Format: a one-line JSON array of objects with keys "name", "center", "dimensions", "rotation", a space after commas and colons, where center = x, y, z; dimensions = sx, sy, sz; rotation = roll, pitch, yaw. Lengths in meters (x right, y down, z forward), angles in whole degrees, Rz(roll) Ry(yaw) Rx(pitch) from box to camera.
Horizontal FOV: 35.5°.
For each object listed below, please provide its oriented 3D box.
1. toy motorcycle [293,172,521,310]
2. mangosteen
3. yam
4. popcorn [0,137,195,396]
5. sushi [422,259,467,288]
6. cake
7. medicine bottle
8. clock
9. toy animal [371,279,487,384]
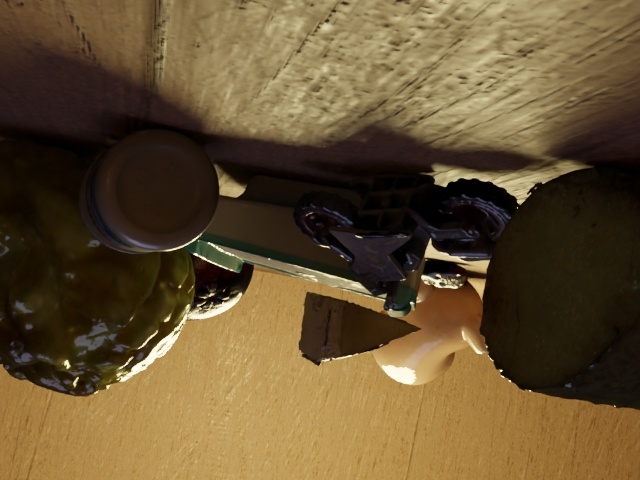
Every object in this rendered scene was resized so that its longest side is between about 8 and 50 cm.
[{"name": "toy motorcycle", "center": [0.078, 0.000, 0.839], "dimensions": [0.215, 0.080, 0.122], "rotation": [-2, 142, 40]}, {"name": "mangosteen", "center": [-0.194, 0.022, 1.443], "dimensions": [0.200, 0.199, 0.200], "rotation": [10, 175, 1]}, {"name": "yam", "center": [0.265, 0.051, 0.723], "dimensions": [0.304, 0.167, 0.168], "rotation": [14, 174, -36]}, {"name": "popcorn", "center": [-0.263, 0.033, 1.061], "dimensions": [0.282, 0.246, 0.282], "rotation": [17, 167, 4]}, {"name": "sushi", "center": [0.197, 0.048, 1.621], "dimensions": [0.083, 0.044, 0.046], "rotation": [6, 152, 25]}, {"name": "cake", "center": [0.042, 0.075, 0.949], "dimensions": [0.121, 0.065, 0.052], "rotation": [-8, -171, -33]}, {"name": "medicine bottle", "center": [-0.155, -0.040, 0.881], "dimensions": [0.105, 0.105, 0.168], "rotation": [12, 175, -18]}, {"name": "clock", "center": [0.000, 0.000, 1.060], "dimensions": [0.231, 0.116, 0.262], "rotation": [15, 175, 7]}, {"name": "toy animal", "center": [0.208, 0.156, 1.856], "dimensions": [0.195, 0.256, 0.213], "rotation": [35, -141, 5]}]
